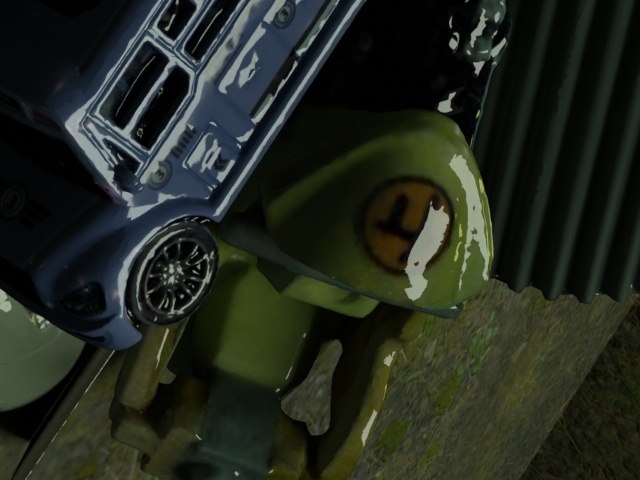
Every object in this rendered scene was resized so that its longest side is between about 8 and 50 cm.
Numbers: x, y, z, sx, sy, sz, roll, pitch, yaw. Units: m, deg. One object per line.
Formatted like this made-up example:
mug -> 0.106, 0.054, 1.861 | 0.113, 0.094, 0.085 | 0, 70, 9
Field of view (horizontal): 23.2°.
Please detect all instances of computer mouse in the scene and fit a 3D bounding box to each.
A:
computer mouse -> -0.156, 0.038, 0.828 | 0.089, 0.056, 0.182 | -54, 161, -24

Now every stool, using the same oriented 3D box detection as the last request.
stool -> 0.182, -0.174, 0.995 | 0.297, 0.297, 0.330 | -45, 154, -33

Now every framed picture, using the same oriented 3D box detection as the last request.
framed picture -> -0.142, 0.086, 0.915 | 0.109, 0.011, 0.149 | -57, -175, -3

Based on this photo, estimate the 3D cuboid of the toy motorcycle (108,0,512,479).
toy motorcycle -> 0.000, 0.000, 0.901 | 0.410, 0.168, 0.237 | 123, -17, -47

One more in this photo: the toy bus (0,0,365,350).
toy bus -> -0.069, -0.104, 0.699 | 0.292, 0.125, 0.133 | -57, 141, -5
